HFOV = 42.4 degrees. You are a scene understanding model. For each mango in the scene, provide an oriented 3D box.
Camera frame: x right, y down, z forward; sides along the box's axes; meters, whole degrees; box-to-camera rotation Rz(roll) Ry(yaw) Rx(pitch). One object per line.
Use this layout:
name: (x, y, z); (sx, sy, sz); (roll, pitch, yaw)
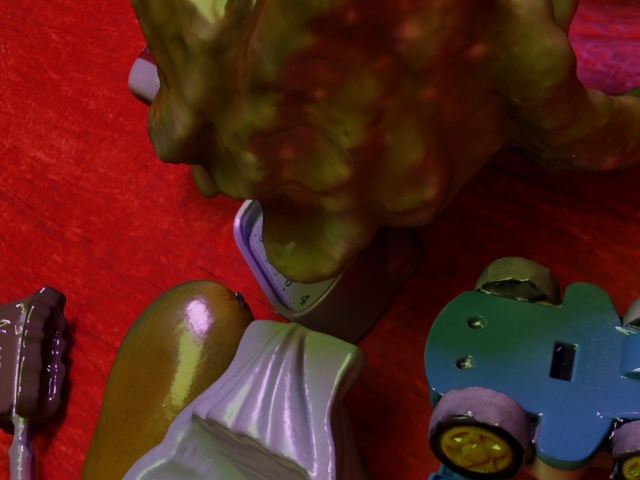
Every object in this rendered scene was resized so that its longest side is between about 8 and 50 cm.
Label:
mango: (-0.107, 0.120, 0.611); (0.122, 0.085, 0.191); (11, 80, 37)

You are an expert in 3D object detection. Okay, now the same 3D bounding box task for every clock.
clock: (0.000, 0.000, 0.615); (0.110, 0.050, 0.153); (-45, 42, 8)

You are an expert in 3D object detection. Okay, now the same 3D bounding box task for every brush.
brush: (-0.264, 0.178, 0.727); (0.084, 0.071, 0.301); (-26, 53, 22)

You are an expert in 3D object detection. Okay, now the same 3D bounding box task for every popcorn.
popcorn: (0.052, -0.122, 0.475); (0.290, 0.325, 0.321); (-54, 6, -22)

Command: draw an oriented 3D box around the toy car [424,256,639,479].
toy car: (0.134, 0.087, 0.427); (0.161, 0.098, 0.126); (10, 42, 15)

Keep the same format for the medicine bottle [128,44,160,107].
medicine bottle: (-0.056, -0.204, 0.747); (0.131, 0.131, 0.250); (30, 84, 48)

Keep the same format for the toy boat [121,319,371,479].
toy boat: (-0.050, 0.193, 0.491); (0.199, 0.100, 0.290); (10, 71, 45)
